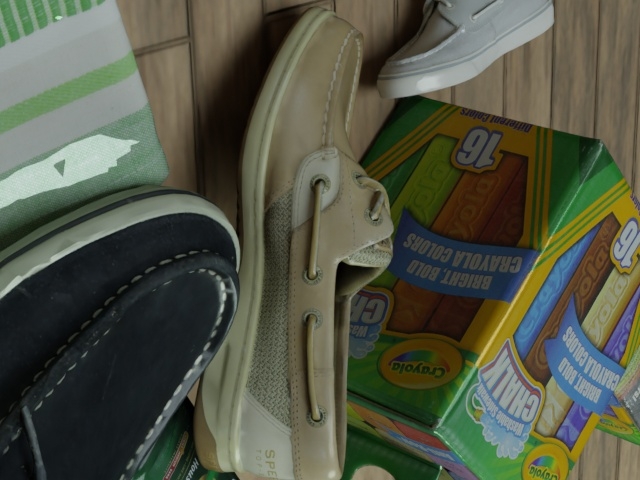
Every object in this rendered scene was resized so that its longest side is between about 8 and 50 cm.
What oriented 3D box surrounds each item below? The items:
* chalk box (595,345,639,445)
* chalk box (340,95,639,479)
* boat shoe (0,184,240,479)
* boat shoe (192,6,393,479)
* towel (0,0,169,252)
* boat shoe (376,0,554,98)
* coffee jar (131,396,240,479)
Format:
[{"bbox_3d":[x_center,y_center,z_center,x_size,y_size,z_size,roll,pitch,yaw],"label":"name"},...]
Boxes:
[{"bbox_3d":[0.229,0.072,1.235,0.132,0.132,0.213,-56,138,-18],"label":"chalk box"},{"bbox_3d":[0.088,0.074,1.045,0.289,0.180,0.179,-58,138,-16],"label":"chalk box"},{"bbox_3d":[-0.177,0.172,0.723,0.500,0.156,0.187,-50,150,-31],"label":"boat shoe"},{"bbox_3d":[0.000,0.000,0.928,0.109,0.098,0.302,64,35,-67],"label":"boat shoe"},{"bbox_3d":[-0.213,-0.098,0.687,0.248,0.038,0.325,-29,134,-17],"label":"towel"},{"bbox_3d":[0.102,-0.155,1.063,0.184,0.066,0.063,-30,111,-34],"label":"boat shoe"},{"bbox_3d":[-0.092,0.171,0.956,0.184,0.079,0.096,59,41,-42],"label":"coffee jar"}]
